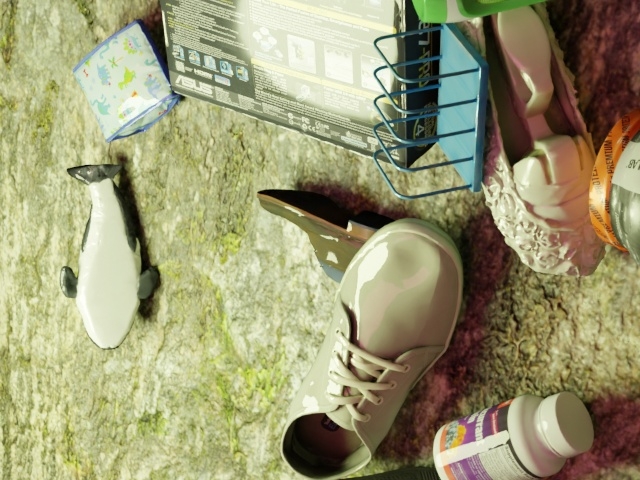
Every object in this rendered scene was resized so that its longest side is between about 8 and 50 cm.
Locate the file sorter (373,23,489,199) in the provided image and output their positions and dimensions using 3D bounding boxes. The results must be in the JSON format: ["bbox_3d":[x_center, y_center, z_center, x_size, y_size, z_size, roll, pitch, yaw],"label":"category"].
[{"bbox_3d":[0.122,-0.149,1.478,0.118,0.104,0.170,-116,19,-50],"label":"file sorter"}]

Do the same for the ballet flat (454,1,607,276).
[{"bbox_3d":[0.242,-0.143,1.473,0.147,0.147,0.409,-16,95,38],"label":"ballet flat"}]

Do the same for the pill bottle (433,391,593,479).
[{"bbox_3d":[0.250,0.261,1.640,0.193,0.108,0.108,-28,88,38],"label":"pill bottle"}]

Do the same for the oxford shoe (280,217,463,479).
[{"bbox_3d":[0.064,0.166,1.705,0.169,0.130,0.449,27,123,2],"label":"oxford shoe"}]

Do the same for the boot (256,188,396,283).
[{"bbox_3d":[0.000,0.000,1.748,0.219,0.082,0.106,20,113,27],"label":"boot"}]

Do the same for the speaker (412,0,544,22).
[{"bbox_3d":[0.240,-0.320,1.353,0.296,0.131,0.131,-14,99,-1],"label":"speaker"}]

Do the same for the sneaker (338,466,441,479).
[{"bbox_3d":[0.105,0.424,1.792,0.295,0.124,0.178,-6,131,12],"label":"sneaker"}]

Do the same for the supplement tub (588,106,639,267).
[{"bbox_3d":[0.461,-0.027,1.309,0.338,0.207,0.207,21,117,43],"label":"supplement tub"}]

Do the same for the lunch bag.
[{"bbox_3d":[-0.273,-0.235,1.855,0.151,0.096,0.129,-32,86,48],"label":"lunch bag"}]

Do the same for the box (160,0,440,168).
[{"bbox_3d":[-0.035,-0.291,1.618,0.395,0.097,0.318,21,135,30],"label":"box"}]

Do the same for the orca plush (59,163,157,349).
[{"bbox_3d":[-0.352,0.023,1.996,0.102,0.151,0.287,10,118,66],"label":"orca plush"}]
